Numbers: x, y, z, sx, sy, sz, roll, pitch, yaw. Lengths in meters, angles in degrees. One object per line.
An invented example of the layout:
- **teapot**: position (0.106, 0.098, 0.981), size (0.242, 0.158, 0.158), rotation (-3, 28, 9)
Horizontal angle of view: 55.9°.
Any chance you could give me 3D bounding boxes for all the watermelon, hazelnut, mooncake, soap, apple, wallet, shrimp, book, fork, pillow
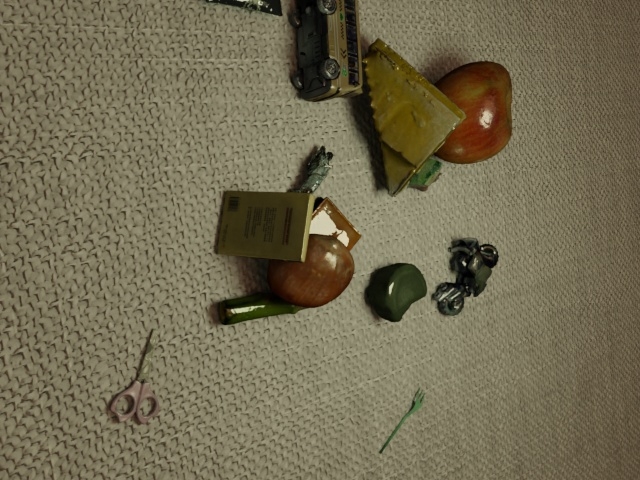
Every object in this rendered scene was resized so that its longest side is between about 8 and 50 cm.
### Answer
- **watermelon**: position (0.295, -0.197, 1.810), size (0.158, 0.121, 0.097), rotation (10, 102, -78)
- **hazelnut**: position (-0.020, 0.068, 1.462), size (0.214, 0.214, 0.176), rotation (-3, 57, -35)
- **mooncake**: position (0.221, 0.147, 1.721), size (0.175, 0.104, 0.168), rotation (3, 85, -37)
- **soap**: position (0.175, -0.334, 1.669), size (0.339, 0.304, 0.169), rotation (43, 25, 6)
- **apple**: position (0.426, -0.372, 1.786), size (0.302, 0.302, 0.301), rotation (0, 90, -35)
- **wallet**: position (-0.001, 0.001, 1.606), size (0.161, 0.042, 0.195), rotation (45, 70, -19)
- **shrimp**: position (-0.007, -0.171, 1.582), size (0.174, 0.076, 0.082), rotation (-59, 142, -19)
- **book**: position (-0.130, -0.038, 1.408), size (0.026, 0.231, 0.161), rotation (22, 75, -63)
- **fork**: position (0.249, 0.538, 1.789), size (0.039, 0.021, 0.235), rotation (51, 63, -20)
- **pillow**: position (-0.186, -0.621, 1.464), size (0.208, 0.055, 0.141), rotation (1, 83, -35)

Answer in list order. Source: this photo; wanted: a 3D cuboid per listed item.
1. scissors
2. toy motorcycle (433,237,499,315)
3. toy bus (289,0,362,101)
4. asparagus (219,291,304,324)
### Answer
- **scissors**: position (-0.392, 0.300, 1.341), size (0.110, 0.021, 0.212), rotation (19, 80, -36)
- **toy motorcycle**: position (0.445, 0.099, 1.878), size (0.159, 0.106, 0.270), rotation (46, 76, -22)
- **toy bus**: position (0.024, -0.506, 1.565), size (0.157, 0.139, 0.289), rotation (-3, 88, -40)
- **asparagus**: position (-0.125, 0.161, 1.507), size (0.278, 0.060, 0.067), rotation (-3, 73, -35)
